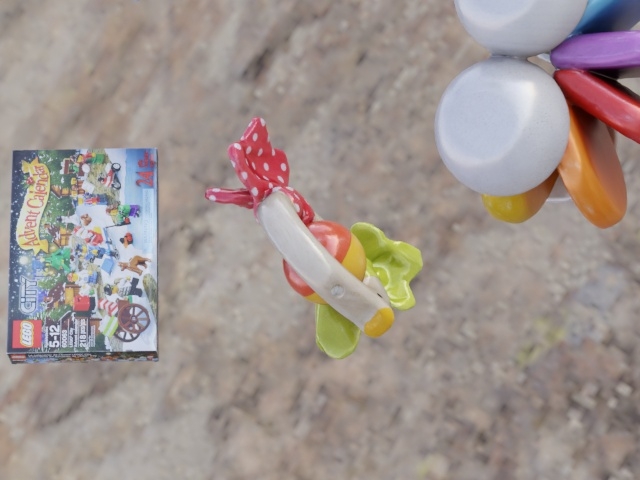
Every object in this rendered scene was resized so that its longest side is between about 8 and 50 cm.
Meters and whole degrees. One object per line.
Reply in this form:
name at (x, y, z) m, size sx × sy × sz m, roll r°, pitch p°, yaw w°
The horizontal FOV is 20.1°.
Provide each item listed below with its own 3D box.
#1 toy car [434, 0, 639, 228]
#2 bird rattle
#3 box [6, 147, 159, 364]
toy car at (0.151, -0.095, 1.007) m, size 0.136 × 0.159 × 0.182 m, roll 9°, pitch 94°, yaw 25°
bird rattle at (0.000, 0.000, 1.782) m, size 0.143 × 0.253 × 0.207 m, roll -37°, pitch 22°, yaw 3°
box at (-0.253, 0.016, 1.945) m, size 0.044 × 0.159 × 0.233 m, roll 98°, pitch 171°, yaw -70°
